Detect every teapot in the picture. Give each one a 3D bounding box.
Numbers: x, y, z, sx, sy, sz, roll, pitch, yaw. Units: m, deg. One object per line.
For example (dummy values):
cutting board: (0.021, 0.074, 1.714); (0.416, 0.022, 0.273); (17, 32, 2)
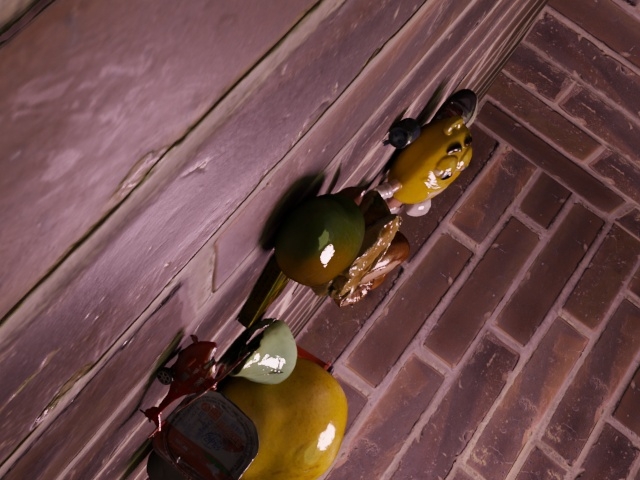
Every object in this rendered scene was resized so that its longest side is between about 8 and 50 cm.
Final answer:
teapot: (0.161, -0.218, 1.414); (0.083, 0.063, 0.049); (-39, 134, -55)

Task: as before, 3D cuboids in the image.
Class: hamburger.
hamburger: (0.076, 0.014, 1.673); (0.265, 0.134, 0.285); (-40, 162, -35)

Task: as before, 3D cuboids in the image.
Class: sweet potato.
sweet potato: (0.014, -0.027, 1.285); (0.067, 0.059, 0.281); (-44, 170, -47)

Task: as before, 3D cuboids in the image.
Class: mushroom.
mushroom: (0.118, 0.058, 1.984); (0.278, 0.163, 0.297); (-39, 175, -19)

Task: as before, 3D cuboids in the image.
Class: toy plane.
toy plane: (-0.196, 0.204, 1.007); (0.126, 0.077, 0.194); (-43, 177, -40)

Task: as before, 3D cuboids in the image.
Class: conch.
conch: (-0.134, 0.246, 1.600); (0.143, 0.137, 0.250); (-27, 154, 4)

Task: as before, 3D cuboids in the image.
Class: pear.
pear: (-0.114, 0.463, 1.814); (0.418, 0.362, 0.362); (13, 118, -54)

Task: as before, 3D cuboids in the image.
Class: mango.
mango: (0.000, 0.000, 1.079); (0.156, 0.114, 0.251); (-46, 175, 6)

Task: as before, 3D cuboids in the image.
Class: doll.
doll: (0.243, -0.163, 1.850); (0.348, 0.161, 0.423); (-36, 167, 5)

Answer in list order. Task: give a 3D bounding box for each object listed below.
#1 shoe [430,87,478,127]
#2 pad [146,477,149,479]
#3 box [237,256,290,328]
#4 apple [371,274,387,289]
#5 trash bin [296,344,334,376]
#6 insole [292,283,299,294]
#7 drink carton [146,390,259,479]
shoe: (0.369, -0.338, 2.044); (0.227, 0.099, 0.112); (-55, 166, 26)
pad: (-0.441, 0.625, 1.891); (0.127, 0.004, 0.190); (-56, 173, 30)
box: (-0.080, 0.068, 1.279); (0.121, 0.030, 0.193); (-46, 170, -47)
apple: (0.142, 0.071, 2.298); (0.195, 0.173, 0.160); (-43, 167, -39)
trash bin: (-0.084, 0.417, 2.283); (0.161, 0.238, 0.184); (-56, 171, 6)
insole: (-0.030, 0.080, 1.840); (0.065, 0.004, 0.197); (-46, 171, -47)
drink carton: (-0.250, 0.439, 1.441); (0.191, 0.185, 0.190); (-49, 176, -45)
